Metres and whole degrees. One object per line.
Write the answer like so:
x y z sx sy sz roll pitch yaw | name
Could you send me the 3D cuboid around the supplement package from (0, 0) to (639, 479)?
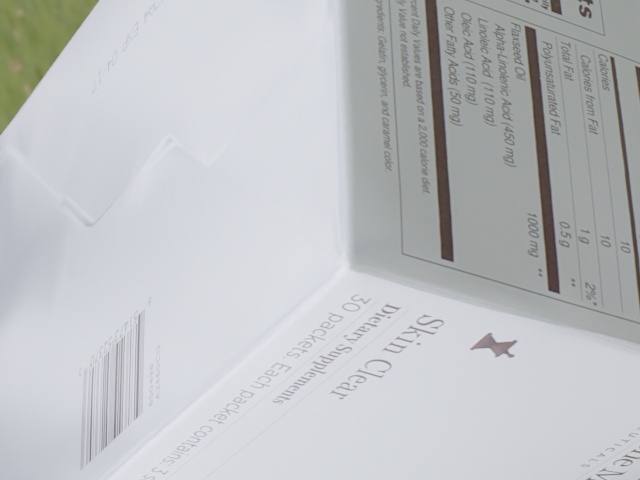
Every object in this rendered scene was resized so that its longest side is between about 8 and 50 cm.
0.000 0.000 0.594 0.262 0.145 0.204 -43 40 47 | supplement package
